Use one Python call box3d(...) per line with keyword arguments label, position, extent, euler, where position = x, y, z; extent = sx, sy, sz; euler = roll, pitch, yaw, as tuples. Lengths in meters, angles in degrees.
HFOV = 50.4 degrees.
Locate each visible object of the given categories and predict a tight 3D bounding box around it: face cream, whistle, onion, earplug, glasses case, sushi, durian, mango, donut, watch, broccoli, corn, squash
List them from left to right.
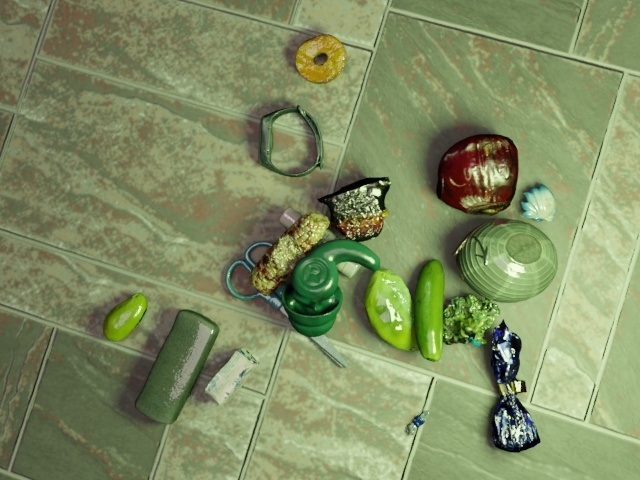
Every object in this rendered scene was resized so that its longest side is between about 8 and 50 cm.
box3d(label="mango", position=(-0.573, 0.223, 1.986), extent=(0.091, 0.074, 0.165), euler=(37, 90, 9))
box3d(label="glasses case", position=(-0.411, 0.363, 1.957), extent=(0.131, 0.074, 0.323), euler=(25, 89, 6))
box3d(label="corn", position=(-0.087, 0.034, 1.878), extent=(0.098, 0.098, 0.290), euler=(46, 109, 7))
box3d(label="watch", position=(-0.082, -0.289, 1.978), extent=(0.192, 0.068, 0.207), euler=(4, 89, 3))
box3d(label="face cream", position=(0.000, 0.000, 1.938), extent=(0.269, 0.082, 0.082), euler=(37, 90, 8))
box3d(label="donut", position=(0.004, -0.525, 1.989), extent=(0.151, 0.058, 0.152), euler=(-1, 86, 7))
box3d(label="earplug", position=(0.011, 0.136, 1.860), extent=(0.164, 0.257, 0.280), euler=(37, 133, 33))
box3d(label="sushi", position=(0.107, -0.077, 1.904), extent=(0.172, 0.153, 0.151), euler=(-23, 102, -18))
box3d(label="durian", position=(0.198, 0.200, 1.890), extent=(0.139, 0.101, 0.250), euler=(-17, 88, 4))
box3d(label="whistle", position=(0.273, 0.507, 1.895), extent=(0.083, 0.029, 0.033), euler=(-47, 50, 5))
box3d(label="squash", position=(0.297, 0.188, 1.861), extent=(0.082, 0.082, 0.293), euler=(3, 67, 6))
box3d(label="broccoli", position=(0.401, 0.225, 1.839), extent=(0.167, 0.160, 0.155), euler=(1, 110, 15))
box3d(label="onion", position=(0.422, -0.187, 1.850), extent=(0.206, 0.207, 0.216), euler=(-3, 80, 3))

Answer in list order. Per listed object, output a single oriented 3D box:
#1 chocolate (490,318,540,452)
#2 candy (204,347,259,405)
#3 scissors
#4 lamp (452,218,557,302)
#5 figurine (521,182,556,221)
box3d(label="chocolate", position=(0.507, 0.383, 1.837), extent=(0.126, 0.148, 0.344), euler=(-11, 85, 49))
box3d(label="candy", position=(-0.253, 0.387, 1.931), extent=(0.073, 0.092, 0.160), euler=(38, 89, 9))
box3d(label="scissors", position=(-0.080, 0.202, 1.956), extent=(0.192, 0.029, 0.447), euler=(-44, 82, 2))
box3d(label="lamp", position=(0.491, 0.057, 1.812), extent=(0.265, 0.233, 0.233), euler=(-13, 84, -16))
box3d(label="figurine", position=(0.609, -0.108, 1.887), extent=(0.114, 0.079, 0.114), euler=(2, 78, -10))
